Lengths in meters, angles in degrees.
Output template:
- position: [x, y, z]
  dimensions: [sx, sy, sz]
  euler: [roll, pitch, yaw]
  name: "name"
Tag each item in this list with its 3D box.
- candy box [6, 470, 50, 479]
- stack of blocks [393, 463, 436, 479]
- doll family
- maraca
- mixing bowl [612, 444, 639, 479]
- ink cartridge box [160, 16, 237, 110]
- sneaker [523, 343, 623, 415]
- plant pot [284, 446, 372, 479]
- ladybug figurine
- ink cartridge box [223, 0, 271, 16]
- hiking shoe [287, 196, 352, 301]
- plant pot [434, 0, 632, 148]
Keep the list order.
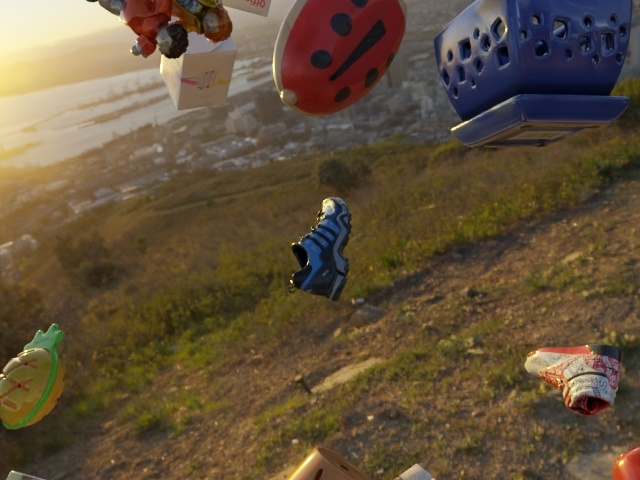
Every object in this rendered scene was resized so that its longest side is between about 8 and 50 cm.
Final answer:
- position: [-0.295, 0.430, 0.814]
  dimensions: [0.182, 0.316, 0.088]
  euler: [3, 57, 24]
  name: "candy box"
- position: [0.228, 0.514, 0.871]
  dimensions: [0.087, 0.171, 0.297]
  euler: [-24, 25, -26]
  name: "stack of blocks"
- position: [-0.145, -0.330, 0.645]
  dimensions: [0.163, 0.263, 0.118]
  euler: [37, 32, 6]
  name: "doll family"
- position: [-0.497, 0.233, 0.965]
  dimensions: [0.127, 0.099, 0.186]
  euler: [-20, 49, 22]
  name: "maraca"
- position: [0.729, 0.520, 1.246]
  dimensions: [0.181, 0.182, 0.098]
  euler: [-17, 49, -9]
  name: "mixing bowl"
- position: [-0.199, -0.298, 0.904]
  dimensions: [0.089, 0.143, 0.092]
  euler: [-17, 67, -26]
  name: "ink cartridge box"
- position: [0.577, 0.333, 1.318]
  dimensions: [0.270, 0.090, 0.145]
  euler: [-31, 31, 58]
  name: "sneaker"
- position: [0.018, 0.709, 1.531]
  dimensions: [0.290, 0.291, 0.204]
  euler: [21, 78, 52]
  name: "plant pot"
- position: [0.067, -0.490, 1.379]
  dimensions: [0.161, 0.305, 0.449]
  euler: [20, 68, 48]
  name: "ladybug figurine"
- position: [-0.155, -0.552, 1.022]
  dimensions: [0.100, 0.237, 0.172]
  euler: [31, 26, 29]
  name: "ink cartridge box"
- position: [0.000, 0.000, 1.346]
  dimensions: [0.132, 0.113, 0.304]
  euler: [12, 47, -10]
  name: "hiking shoe"
- position: [0.345, -0.272, 0.917]
  dimensions: [0.235, 0.212, 0.236]
  euler: [-3, -3, -17]
  name: "plant pot"
